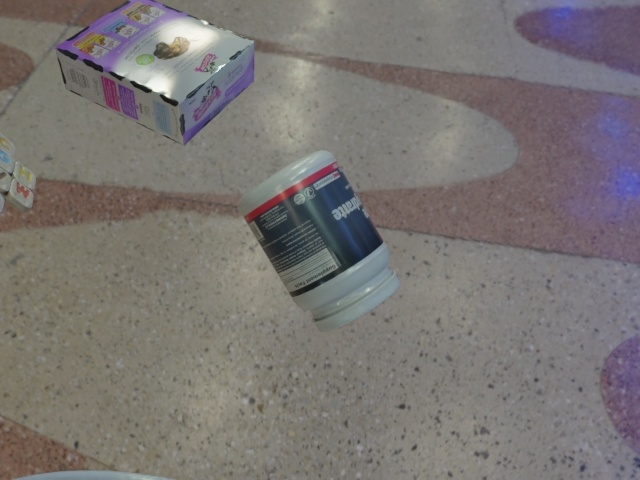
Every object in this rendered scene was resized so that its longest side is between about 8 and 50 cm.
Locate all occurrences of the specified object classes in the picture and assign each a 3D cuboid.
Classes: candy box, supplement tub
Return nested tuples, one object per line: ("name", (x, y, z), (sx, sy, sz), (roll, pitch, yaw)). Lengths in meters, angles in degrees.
("candy box", (-0.211, -0.230, 0.831), (0.196, 0.070, 0.165), (26, 53, 15))
("supplement tub", (0.000, 0.000, 1.097), (0.191, 0.191, 0.272), (-33, 94, -29))

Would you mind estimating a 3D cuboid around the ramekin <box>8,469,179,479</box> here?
("ramekin", (-0.114, 0.219, 0.354), (0.207, 0.207, 0.109), (12, 87, 8))

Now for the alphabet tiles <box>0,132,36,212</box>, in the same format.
("alphabet tiles", (-0.697, -0.180, 1.273), (0.021, 0.284, 0.278), (-35, 39, 9))
